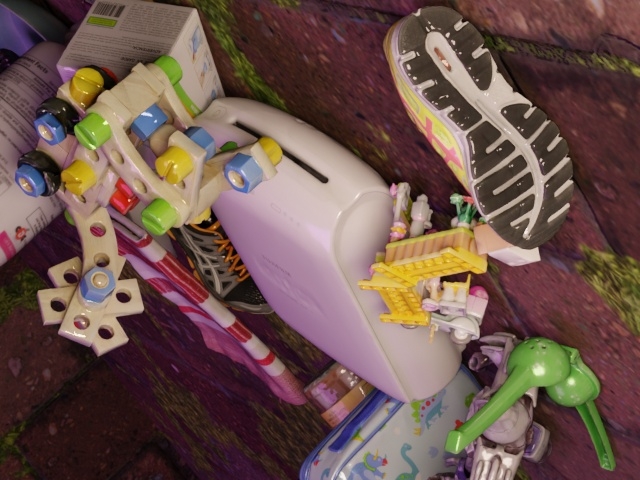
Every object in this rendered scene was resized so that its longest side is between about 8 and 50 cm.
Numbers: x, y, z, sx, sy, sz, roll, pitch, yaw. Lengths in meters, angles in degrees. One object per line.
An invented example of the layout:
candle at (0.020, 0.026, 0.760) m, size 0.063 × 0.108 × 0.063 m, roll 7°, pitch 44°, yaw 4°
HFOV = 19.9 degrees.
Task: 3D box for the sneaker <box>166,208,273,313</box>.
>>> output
sneaker at (-0.121, 0.005, 2.209) m, size 0.215 × 0.084 × 0.083 m, roll 47°, pitch 152°, yaw -11°

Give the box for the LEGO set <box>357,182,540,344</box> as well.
LEGO set at (0.109, -0.004, 1.587) m, size 0.132 × 0.107 × 0.287 m, roll 12°, pitch 158°, yaw -3°

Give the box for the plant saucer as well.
plant saucer at (-0.311, -0.192, 2.294) m, size 0.317 × 0.044 × 0.317 m, roll 42°, pitch 164°, yaw 15°

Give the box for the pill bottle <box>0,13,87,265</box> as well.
pill bottle at (-0.307, -0.117, 2.005) m, size 0.160 × 0.283 × 0.160 m, roll 43°, pitch 164°, yaw 15°

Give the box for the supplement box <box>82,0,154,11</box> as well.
supplement box at (-0.200, -0.230, 1.887) m, size 0.083 × 0.043 × 0.055 m, roll 32°, pitch 161°, yaw 46°

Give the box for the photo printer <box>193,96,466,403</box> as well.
photo printer at (0.000, 0.000, 1.803) m, size 0.256 × 0.107 × 0.307 m, roll 34°, pitch 160°, yaw 41°

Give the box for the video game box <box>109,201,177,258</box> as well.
video game box at (-0.279, -0.065, 2.357) m, size 0.187 × 0.048 × 0.205 m, roll 37°, pitch 162°, yaw 23°

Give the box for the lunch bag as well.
lunch bag at (0.096, 0.236, 1.928) m, size 0.176 × 0.219 × 0.090 m, roll 52°, pitch 158°, yaw -20°

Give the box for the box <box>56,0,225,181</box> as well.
box at (-0.169, -0.136, 1.836) m, size 0.114 × 0.103 × 0.203 m, roll 12°, pitch 146°, yaw 21°

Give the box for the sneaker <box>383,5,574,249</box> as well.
sneaker at (0.114, -0.087, 1.351) m, size 0.208 × 0.081 × 0.094 m, roll 59°, pitch 169°, yaw -17°

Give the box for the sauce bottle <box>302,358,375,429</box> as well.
sauce bottle at (0.131, 0.264, 2.116) m, size 0.344 × 0.111 × 0.111 m, roll 46°, pitch 165°, yaw -2°

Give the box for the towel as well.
towel at (-0.166, 0.069, 2.245) m, size 0.329 × 0.037 × 0.237 m, roll 46°, pitch 170°, yaw -33°

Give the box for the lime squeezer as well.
lime squeezer at (0.211, 0.145, 1.631) m, size 0.059 × 0.110 × 0.310 m, roll -6°, pitch 168°, yaw 32°

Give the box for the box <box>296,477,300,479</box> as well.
box at (0.125, 0.530, 2.247) m, size 0.472 × 0.297 × 0.480 m, roll 41°, pitch 180°, yaw 15°

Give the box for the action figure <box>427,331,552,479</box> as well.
action figure at (0.162, 0.192, 1.749) m, size 0.099 × 0.185 × 0.285 m, roll 25°, pitch 166°, yaw 13°

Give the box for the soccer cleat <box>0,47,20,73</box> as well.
soccer cleat at (-0.328, -0.134, 2.229) m, size 0.116 × 0.108 × 0.318 m, roll 11°, pitch -158°, yaw -38°

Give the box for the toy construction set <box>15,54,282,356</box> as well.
toy construction set at (-0.184, -0.045, 1.721) m, size 0.215 × 0.151 × 0.327 m, roll 42°, pitch 133°, yaw 4°
